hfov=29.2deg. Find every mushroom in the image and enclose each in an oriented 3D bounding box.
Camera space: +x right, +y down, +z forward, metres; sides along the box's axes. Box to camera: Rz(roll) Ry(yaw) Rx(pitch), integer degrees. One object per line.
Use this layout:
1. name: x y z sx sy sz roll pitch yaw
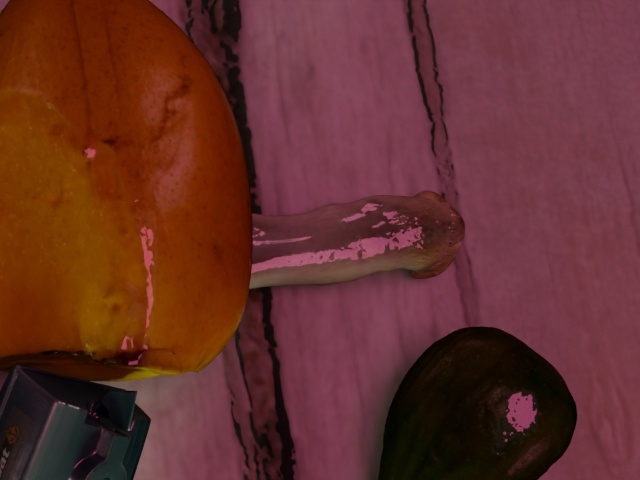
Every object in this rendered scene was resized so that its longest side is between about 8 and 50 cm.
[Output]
1. mushroom: 0.000 0.003 0.848 0.202 0.054 0.059 -7 74 -18

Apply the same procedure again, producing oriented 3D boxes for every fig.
1. fig: 0.086 0.143 0.819 0.117 0.117 0.177 39 86 -8

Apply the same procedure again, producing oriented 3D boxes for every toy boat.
1. toy boat: -0.178 0.186 0.701 0.093 0.103 0.246 23 86 -51

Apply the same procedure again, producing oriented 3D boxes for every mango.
1. mango: -0.132 -0.045 0.753 0.187 0.138 0.257 2 78 8
